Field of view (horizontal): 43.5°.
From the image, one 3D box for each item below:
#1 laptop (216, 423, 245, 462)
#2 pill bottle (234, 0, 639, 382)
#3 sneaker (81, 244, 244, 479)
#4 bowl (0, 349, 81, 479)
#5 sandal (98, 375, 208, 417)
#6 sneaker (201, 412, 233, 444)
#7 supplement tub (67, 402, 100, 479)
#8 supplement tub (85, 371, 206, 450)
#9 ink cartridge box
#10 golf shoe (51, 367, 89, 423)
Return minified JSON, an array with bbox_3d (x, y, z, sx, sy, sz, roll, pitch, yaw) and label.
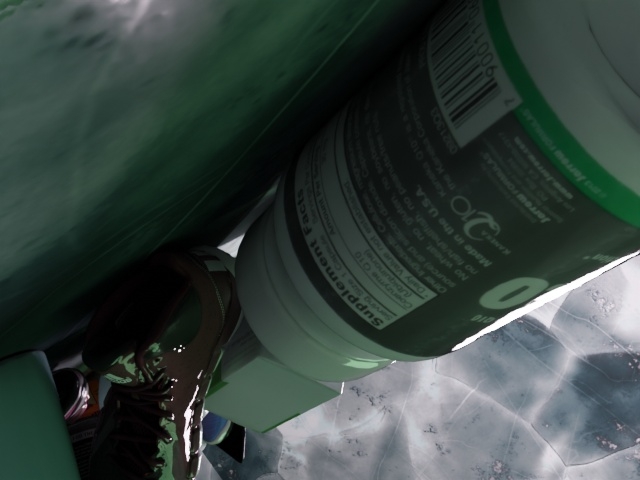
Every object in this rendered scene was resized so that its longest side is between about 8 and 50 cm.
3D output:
[{"bbox_3d":[-0.108,0.174,1.251,0.264,0.136,0.234,-41,-155,-21],"label":"laptop"},{"bbox_3d":[0.094,-0.033,0.587,0.204,0.204,0.361,-34,176,-43],"label":"pill bottle"},{"bbox_3d":[-0.159,0.131,0.660,0.162,0.107,0.281,24,82,-74],"label":"sneaker"},{"bbox_3d":[-0.313,0.243,0.639,0.312,0.163,0.311,-36,176,-3],"label":"bowl"},{"bbox_3d":[-0.172,0.128,0.970,0.102,0.169,0.416,5,-170,15],"label":"sandal"},{"bbox_3d":[-0.176,0.185,1.125,0.080,0.211,0.081,-12,178,30],"label":"sneaker"},{"bbox_3d":[-0.218,0.329,0.849,0.207,0.207,0.338,-36,-148,-6],"label":"supplement tub"},{"bbox_3d":[-0.343,0.317,1.172,0.316,0.193,0.193,-37,177,-10],"label":"supplement tub"},{"bbox_3d":[-0.032,0.063,0.811,0.160,0.093,0.219,-40,-151,49],"label":"ink cartridge box"},{"bbox_3d":[-0.322,0.199,0.827,0.186,0.067,0.086,-45,172,-26],"label":"golf shoe"}]
